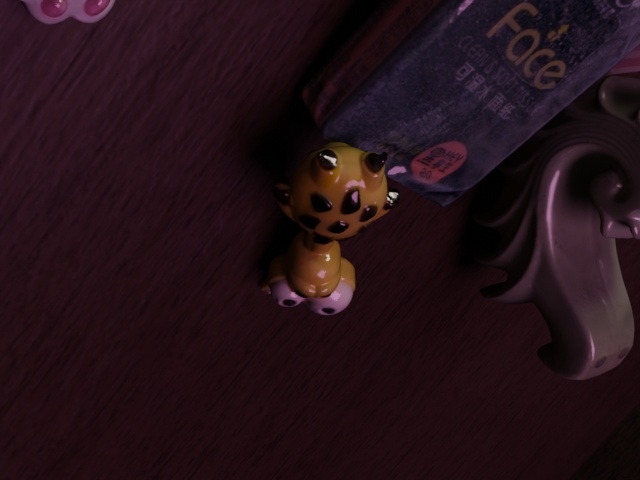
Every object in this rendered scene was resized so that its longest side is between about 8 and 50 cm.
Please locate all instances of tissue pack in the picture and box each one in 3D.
[{"bbox_3d":[0.161,-0.188,0.651,0.316,0.103,0.228,-43,142,22],"label":"tissue pack"}]

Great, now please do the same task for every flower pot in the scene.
[{"bbox_3d":[0.333,-0.024,0.867,0.165,0.254,0.367,-8,129,-36],"label":"flower pot"}]

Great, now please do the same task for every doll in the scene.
[{"bbox_3d":[0.000,0.001,0.684,0.117,0.086,0.291,8,148,-7],"label":"doll"}]

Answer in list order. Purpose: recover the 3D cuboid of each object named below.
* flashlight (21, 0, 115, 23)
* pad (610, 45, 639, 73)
[{"bbox_3d":[-0.132,-0.229,0.452,0.200,0.047,0.093,-45,140,1],"label":"flashlight"},{"bbox_3d":[0.413,-0.310,0.779,0.202,0.005,0.299,-9,145,-9],"label":"pad"}]
